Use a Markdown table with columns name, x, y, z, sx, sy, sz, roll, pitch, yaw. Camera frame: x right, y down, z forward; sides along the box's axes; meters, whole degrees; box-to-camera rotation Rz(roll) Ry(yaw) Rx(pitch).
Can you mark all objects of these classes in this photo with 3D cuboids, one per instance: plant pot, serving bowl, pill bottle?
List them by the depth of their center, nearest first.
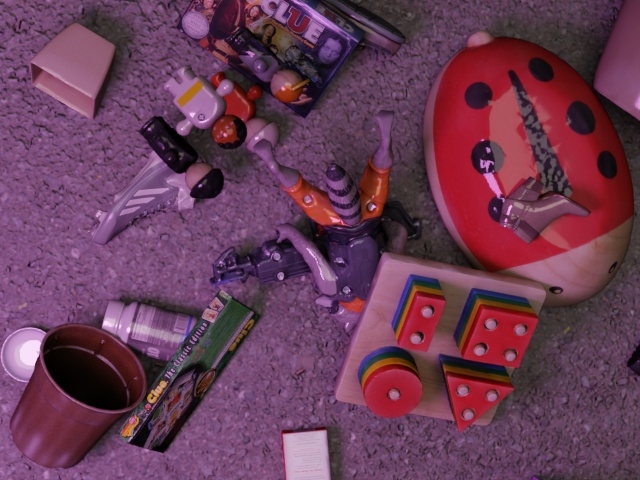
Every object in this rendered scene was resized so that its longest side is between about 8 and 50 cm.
| name | x | y | z | sx | sy | sz | roll | pitch | yaw |
| --- | --- | --- | --- | --- | --- | --- | --- | --- | --- |
| plant pot | -0.365 | 0.236 | 1.857 | 0.167 | 0.167 | 0.165 | 36 | 120 | -3 |
| plant pot | 0.564 | -0.297 | 1.913 | 0.323 | 0.323 | 0.280 | 34 | 104 | -4 |
| plant pot | -0.363 | -0.262 | 1.913 | 0.109 | 0.109 | 0.096 | 31 | 75 | -4 |
| pill bottle | -0.259 | 0.136 | 1.924 | 0.137 | 0.078 | 0.078 | 15 | 88 | -4 |
| serving bowl | -0.441 | 0.173 | 1.933 | 0.083 | 0.027 | 0.083 | 0 | 90 | -4 |

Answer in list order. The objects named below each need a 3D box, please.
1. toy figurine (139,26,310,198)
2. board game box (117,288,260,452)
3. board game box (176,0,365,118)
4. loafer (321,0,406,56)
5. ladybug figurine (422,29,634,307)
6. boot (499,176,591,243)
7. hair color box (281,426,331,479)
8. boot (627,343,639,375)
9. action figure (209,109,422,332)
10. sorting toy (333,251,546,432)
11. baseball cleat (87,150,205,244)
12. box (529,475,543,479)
| name | x | y | z | sx | sy | sz | roll | pitch | yaw |
| --- | --- | --- | --- | --- | --- | --- | --- | --- | --- |
| toy figurine | -0.136 | -0.183 | 1.859 | 0.148 | 0.209 | 0.213 | 47 | 54 | 4 |
| board game box | -0.193 | 0.199 | 1.903 | 0.030 | 0.136 | 0.259 | 33 | 85 | 24 |
| board game box | -0.077 | -0.318 | 1.919 | 0.243 | 0.042 | 0.165 | 34 | 125 | -3 |
| loafer | 0.000 | -0.344 | 1.959 | 0.268 | 0.096 | 0.084 | 30 | 107 | 3 |
| ladybug figurine | 0.323 | -0.111 | 1.936 | 0.305 | 0.162 | 0.449 | -26 | 91 | -5 |
| boot | 0.319 | -0.034 | 1.837 | 0.118 | 0.042 | 0.087 | 29 | 95 | -2 |
| hair color box | -0.020 | 0.362 | 1.959 | 0.072 | 0.043 | 0.141 | -4 | 88 | -5 |
| boot | 0.631 | 0.166 | 1.990 | 0.207 | 0.094 | 0.246 | 35 | 93 | 0 |
| action figure | 0.000 | 0.000 | 1.873 | 0.341 | 0.178 | 0.330 | -21 | 123 | -7 |
| sorting toy | 0.181 | 0.169 | 1.882 | 0.257 | 0.089 | 0.255 | 11 | 117 | -15 |
| baseball cleat | -0.255 | -0.058 | 1.931 | 0.109 | 0.072 | 0.206 | 38 | 87 | -3 |
| box | 0.319 | 0.465 | 1.861 | 0.057 | 0.293 | 0.201 | 27 | 87 | -1 |
